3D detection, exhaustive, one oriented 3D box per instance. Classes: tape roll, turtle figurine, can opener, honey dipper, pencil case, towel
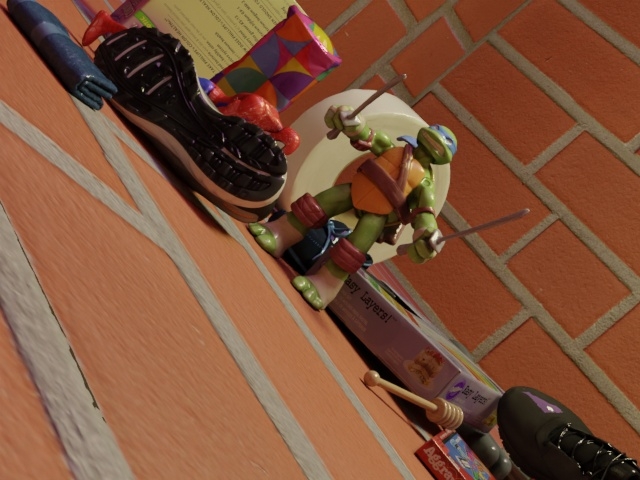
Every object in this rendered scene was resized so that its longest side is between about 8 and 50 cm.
[{"bbox_3d":[0.066,-0.099,1.807,0.286,0.286,0.100,46,4,-37],"label":"tape roll"},{"bbox_3d":[0.051,-0.053,1.302,0.198,0.266,0.274,47,4,-20],"label":"turtle figurine"},{"bbox_3d":[0.203,0.235,1.611,0.074,0.093,0.280,45,11,-34],"label":"can opener"},{"bbox_3d":[0.105,0.181,1.259,0.161,0.030,0.030,29,16,-40],"label":"honey dipper"},{"bbox_3d":[-0.088,-0.184,1.363,0.104,0.236,0.104,49,13,-15],"label":"pencil case"},{"bbox_3d":[-0.239,-0.176,1.017,0.119,0.029,0.067,51,5,17],"label":"towel"}]

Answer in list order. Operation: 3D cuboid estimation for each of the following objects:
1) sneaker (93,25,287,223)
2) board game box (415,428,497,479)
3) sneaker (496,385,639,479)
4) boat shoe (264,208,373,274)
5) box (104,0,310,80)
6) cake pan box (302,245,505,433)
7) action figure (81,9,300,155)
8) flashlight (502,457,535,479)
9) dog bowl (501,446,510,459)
[{"bbox_3d":[-0.146,-0.118,1.168,0.271,0.100,0.108,47,-21,16],"label":"sneaker"},{"bbox_3d":[0.177,0.281,1.264,0.145,0.027,0.281,51,4,12],"label":"board game box"},{"bbox_3d":[0.340,0.285,1.380,0.286,0.109,0.130,45,-21,19],"label":"sneaker"},{"bbox_3d":[0.000,0.000,1.532,0.109,0.089,0.258,51,4,21],"label":"boat shoe"},{"bbox_3d":[-0.159,-0.312,1.634,0.213,0.243,0.117,47,4,-26],"label":"box"},{"bbox_3d":[0.117,0.134,1.472,0.267,0.070,0.246,44,3,32],"label":"cake pan box"},{"bbox_3d":[-0.159,-0.143,1.281,0.280,0.139,0.091,27,2,14],"label":"action figure"},{"bbox_3d":[0.401,0.440,1.661,0.304,0.103,0.103,50,3,27],"label":"flashlight"},{"bbox_3d":[0.425,0.442,1.906,0.265,0.104,0.265,48,4,-4],"label":"dog bowl"}]
